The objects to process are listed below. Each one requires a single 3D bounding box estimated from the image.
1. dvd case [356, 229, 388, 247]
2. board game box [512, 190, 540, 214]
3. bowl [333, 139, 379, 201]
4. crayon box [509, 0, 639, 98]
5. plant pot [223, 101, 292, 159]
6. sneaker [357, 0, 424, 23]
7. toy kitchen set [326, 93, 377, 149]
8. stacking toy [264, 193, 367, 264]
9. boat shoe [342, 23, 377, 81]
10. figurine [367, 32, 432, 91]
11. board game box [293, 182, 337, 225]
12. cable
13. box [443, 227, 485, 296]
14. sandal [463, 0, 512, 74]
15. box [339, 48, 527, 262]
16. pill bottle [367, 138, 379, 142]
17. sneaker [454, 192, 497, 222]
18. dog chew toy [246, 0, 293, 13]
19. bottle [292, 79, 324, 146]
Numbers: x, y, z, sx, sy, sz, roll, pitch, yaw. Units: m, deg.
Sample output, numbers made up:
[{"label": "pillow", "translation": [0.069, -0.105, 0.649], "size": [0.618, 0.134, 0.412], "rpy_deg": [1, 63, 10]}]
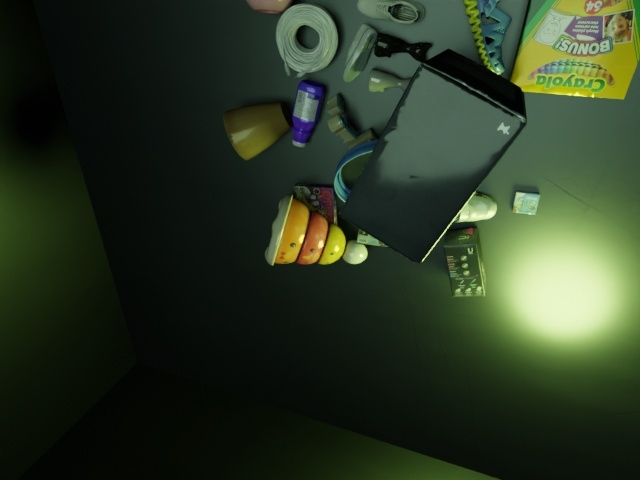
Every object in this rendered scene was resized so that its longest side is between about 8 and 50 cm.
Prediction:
[{"label": "dvd case", "translation": [0.273, -0.076, 1.873], "size": [0.181, 0.022, 0.253], "rpy_deg": [7, 127, -2]}, {"label": "board game box", "translation": [0.853, -0.156, 1.706], "size": [0.090, 0.020, 0.090], "rpy_deg": [9, 119, 19]}, {"label": "bowl", "translation": [0.251, -0.272, 1.748], "size": [0.391, 0.077, 0.391], "rpy_deg": [0, 147, 0]}, {"label": "crayon box", "translation": [0.860, -0.657, 1.373], "size": [0.363, 0.106, 0.313], "rpy_deg": [11, 121, 17]}, {"label": "plant pot", "translation": [-0.269, -0.523, 1.869], "size": [0.254, 0.237, 0.237], "rpy_deg": [-19, 109, 15]}, {"label": "sneaker", "translation": [0.255, -0.866, 1.521], "size": [0.258, 0.091, 0.094], "rpy_deg": [16, 122, 14]}, {"label": "toy kitchen set", "translation": [0.137, -0.518, 1.784], "size": [0.122, 0.166, 0.207], "rpy_deg": [-22, 144, 31]}, {"label": "stacking toy", "translation": [0.000, 0.000, 1.971], "size": [0.480, 0.350, 0.350], "rpy_deg": [15, 123, -5]}, {"label": "boat shoe", "translation": [0.148, -0.752, 1.649], "size": [0.075, 0.083, 0.226], "rpy_deg": [57, 132, 23]}, {"label": "figurine", "translation": [0.307, -0.681, 1.610], "size": [0.210, 0.092, 0.214], "rpy_deg": [15, 123, 10]}, {"label": "board game box", "translation": [-0.019, -0.116, 2.081], "size": [0.208, 0.056, 0.346], "rpy_deg": [3, 118, 16]}, {"label": "cable", "translation": [-0.052, -0.817, 1.661], "size": [0.257, 0.089, 0.257], "rpy_deg": [-9, 124, 20]}, {"label": "box", "translation": [0.651, 0.099, 1.844], "size": [0.143, 0.165, 0.270], "rpy_deg": [-7, 115, 26]}, {"label": "sandal", "translation": [0.599, -0.743, 1.431], "size": [0.138, 0.126, 0.317], "rpy_deg": [-15, 112, 25]}, {"label": "box", "translation": [0.346, -0.271, 1.245], "size": [0.297, 0.471, 0.479], "rpy_deg": [31, 125, 5]}, {"label": "pill bottle", "translation": [0.292, -0.382, 1.748], "size": [0.180, 0.108, 0.107], "rpy_deg": [-3, 117, 4]}, {"label": "sneaker", "translation": [0.551, -0.110, 1.743], "size": [0.366, 0.210, 0.137], "rpy_deg": [4, 119, 21]}, {"label": "dog chew toy", "translation": [-0.192, -1.051, 1.551], "size": [0.207, 0.206, 0.331], "rpy_deg": [12, 113, 17]}, {"label": "bottle", "translation": [-0.065, -0.558, 1.825], "size": [0.118, 0.092, 0.282], "rpy_deg": [19, 123, 5]}]
